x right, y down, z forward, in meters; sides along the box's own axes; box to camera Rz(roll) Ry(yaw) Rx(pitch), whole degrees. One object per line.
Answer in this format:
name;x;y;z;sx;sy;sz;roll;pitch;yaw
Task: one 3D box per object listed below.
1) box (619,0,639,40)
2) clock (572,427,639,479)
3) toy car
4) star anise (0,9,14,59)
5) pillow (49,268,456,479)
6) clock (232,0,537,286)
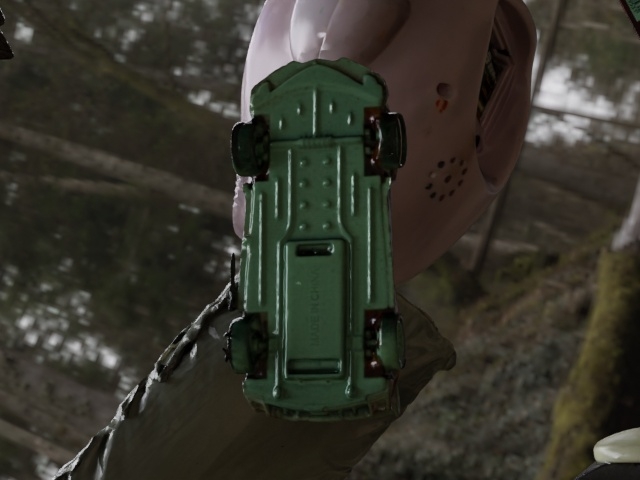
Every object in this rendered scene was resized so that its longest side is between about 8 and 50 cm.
box;0.182;-0.120;0.792;0.051;0.023;0.082;-30;-88;-47
clock;0.288;0.259;0.857;0.276;0.379;0.120;-36;-9;17
toy car;0.000;0.000;0.509;0.035;0.059;0.121;36;-127;-71
star anise;-0.283;-0.167;1.125;0.177;0.234;0.073;102;176;-56
pillow;-0.045;0.102;0.767;0.128;0.051;0.229;41;-85;-23
clock;0.068;-0.118;1.586;0.376;0.251;0.368;-66;-24;-12
